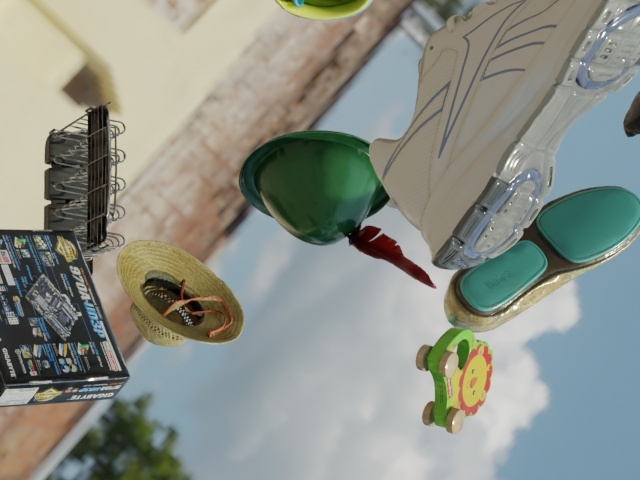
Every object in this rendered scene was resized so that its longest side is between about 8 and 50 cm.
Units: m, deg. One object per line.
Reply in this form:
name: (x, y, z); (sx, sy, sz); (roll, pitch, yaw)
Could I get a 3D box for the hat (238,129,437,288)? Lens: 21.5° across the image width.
hat: (0.000, 0.000, 1.794); (0.208, 0.173, 0.183); (131, -31, -51)

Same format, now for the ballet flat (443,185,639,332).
ballet flat: (0.316, 0.029, 2.427); (0.348, 0.123, 0.123); (-30, -176, -24)

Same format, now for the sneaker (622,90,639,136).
sneaker: (0.470, -0.107, 2.068); (0.106, 0.234, 0.078); (-52, -179, 37)

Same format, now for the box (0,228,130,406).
box: (-0.340, 0.087, 1.989); (0.175, 0.220, 0.051); (0, 145, -43)

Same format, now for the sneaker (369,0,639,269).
sneaker: (0.135, -0.124, 1.153); (0.297, 0.129, 0.111); (-53, 151, 16)

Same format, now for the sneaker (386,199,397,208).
sneaker: (0.118, -0.051, 2.008); (0.152, 0.061, 0.054); (30, -111, 36)

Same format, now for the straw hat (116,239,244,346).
straw hat: (-0.152, 0.071, 1.672); (0.061, 0.144, 0.144); (-52, -173, 30)

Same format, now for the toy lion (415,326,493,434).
toy lion: (0.126, 0.119, 1.507); (0.034, 0.100, 0.096); (13, -142, 32)

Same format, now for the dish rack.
dish rack: (-0.301, -0.067, 2.209); (0.271, 0.074, 0.208); (161, -71, -63)

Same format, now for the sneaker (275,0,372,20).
sneaker: (-0.053, -0.346, 1.690); (0.127, 0.319, 0.208); (-51, -167, 34)
